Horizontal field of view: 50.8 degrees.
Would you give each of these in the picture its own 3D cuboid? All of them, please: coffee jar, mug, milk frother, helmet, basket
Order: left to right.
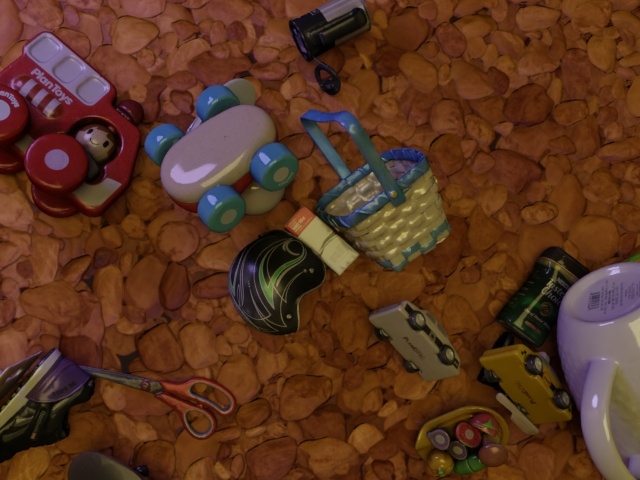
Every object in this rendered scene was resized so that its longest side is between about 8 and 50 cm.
[{"bbox_3d":[-0.083,0.080,1.200,0.169,0.169,0.161,42,70,-3],"label":"helmet"},{"bbox_3d":[0.034,-0.369,1.267,0.134,0.129,0.143,-28,134,-5],"label":"milk frother"},{"bbox_3d":[0.079,-0.104,1.182,0.201,0.255,0.289,-41,111,-4],"label":"basket"},{"bbox_3d":[0.426,0.105,1.286,0.096,0.079,0.184,36,85,-3],"label":"coffee jar"},{"bbox_3d":[0.534,0.242,1.128,0.374,0.276,0.328,-47,113,-38],"label":"mug"}]

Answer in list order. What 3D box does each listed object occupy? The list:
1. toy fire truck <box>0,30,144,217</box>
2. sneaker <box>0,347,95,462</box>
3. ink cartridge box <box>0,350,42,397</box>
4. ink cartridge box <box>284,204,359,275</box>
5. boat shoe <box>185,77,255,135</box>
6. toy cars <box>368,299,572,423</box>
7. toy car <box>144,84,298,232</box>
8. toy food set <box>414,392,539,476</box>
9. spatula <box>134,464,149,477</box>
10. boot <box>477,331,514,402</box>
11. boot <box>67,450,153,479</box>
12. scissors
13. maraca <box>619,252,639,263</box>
[{"bbox_3d":[-0.451,-0.200,1.187,0.302,0.169,0.254,39,67,-4],"label":"toy fire truck"},{"bbox_3d":[-0.516,0.336,1.183,0.124,0.107,0.283,41,88,-12],"label":"sneaker"},{"bbox_3d":[-0.650,0.293,1.117,0.119,0.207,0.353,43,84,-4],"label":"ink cartridge box"},{"bbox_3d":[0.000,0.000,1.240,0.135,0.099,0.056,42,88,-2],"label":"ink cartridge box"},{"bbox_3d":[-0.206,-0.202,1.236,0.079,0.081,0.227,34,92,-31],"label":"boat shoe"},{"bbox_3d":[0.278,0.206,1.232,0.393,0.176,0.087,20,47,12],"label":"toy cars"},{"bbox_3d":[-0.144,-0.099,1.172,0.210,0.238,0.219,-39,59,-7],"label":"toy car"},{"bbox_3d":[0.274,0.371,1.221,0.218,0.071,0.128,-31,109,21],"label":"toy food set"},{"bbox_3d":[-0.386,0.544,1.218,0.084,0.030,0.296,28,82,-26],"label":"spatula"},{"bbox_3d":[0.369,0.247,1.293,0.099,0.045,0.121,28,93,-1],"label":"boot"},{"bbox_3d":[-0.307,0.469,1.189,0.305,0.115,0.112,38,92,-6],"label":"boot"},{"bbox_3d":[-0.300,0.264,1.247,0.297,0.021,0.109,30,88,-3],"label":"scissors"},{"bbox_3d":[0.628,0.098,1.299,0.127,0.099,0.185,-46,118,3],"label":"maraca"}]
